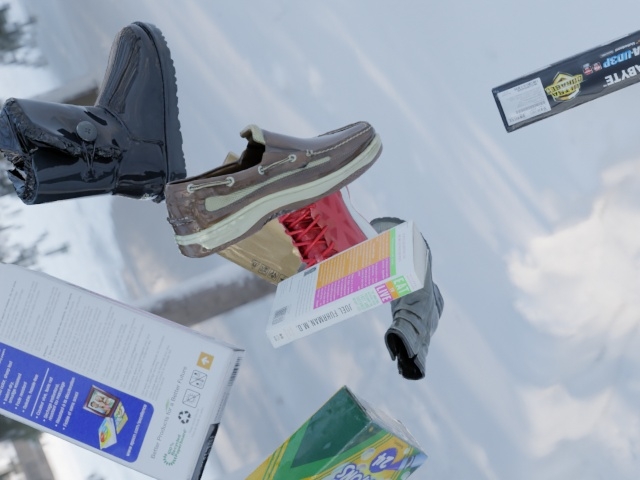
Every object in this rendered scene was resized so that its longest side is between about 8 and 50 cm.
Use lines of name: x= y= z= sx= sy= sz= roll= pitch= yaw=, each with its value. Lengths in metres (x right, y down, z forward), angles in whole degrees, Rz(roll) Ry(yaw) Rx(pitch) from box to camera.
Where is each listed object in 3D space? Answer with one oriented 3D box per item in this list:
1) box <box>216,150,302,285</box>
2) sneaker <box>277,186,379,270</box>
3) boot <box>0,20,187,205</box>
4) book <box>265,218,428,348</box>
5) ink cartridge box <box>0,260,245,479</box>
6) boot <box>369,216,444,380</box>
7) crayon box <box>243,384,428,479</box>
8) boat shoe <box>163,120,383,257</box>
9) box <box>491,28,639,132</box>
box: x=-0.104 y=-0.032 z=2.078 sx=0.201 sy=0.164 sz=0.021 roll=28 pitch=-172 yaw=-13
sneaker: x=0.000 y=0.000 z=1.410 sx=0.221 sy=0.087 sz=0.128 roll=40 pitch=-144 yaw=-33
boot: x=-0.274 y=-0.156 z=1.448 sx=0.094 sy=0.207 sz=0.247 roll=-32 pitch=63 yaw=50
book: x=0.023 y=0.040 z=1.104 sx=0.035 sy=0.144 sz=0.096 roll=62 pitch=-163 yaw=-19
ink cartridge box: x=-0.289 y=0.152 z=1.500 sx=0.069 sy=0.370 sz=0.176 roll=22 pitch=-93 yaw=-78
boot: x=0.133 y=0.095 z=1.955 sx=0.247 sy=0.083 sz=0.161 roll=63 pitch=-149 yaw=-34
crayon box: x=-0.015 y=0.378 z=1.829 sx=0.083 sy=0.323 sz=0.203 roll=51 pitch=-173 yaw=37
boat shoe: x=-0.047 y=-0.078 z=1.285 sx=0.095 sy=0.257 sz=0.095 roll=5 pitch=122 yaw=57
box: x=0.271 y=-0.170 z=1.294 sx=0.220 sy=0.175 sz=0.051 roll=-37 pitch=-74 yaw=-78
